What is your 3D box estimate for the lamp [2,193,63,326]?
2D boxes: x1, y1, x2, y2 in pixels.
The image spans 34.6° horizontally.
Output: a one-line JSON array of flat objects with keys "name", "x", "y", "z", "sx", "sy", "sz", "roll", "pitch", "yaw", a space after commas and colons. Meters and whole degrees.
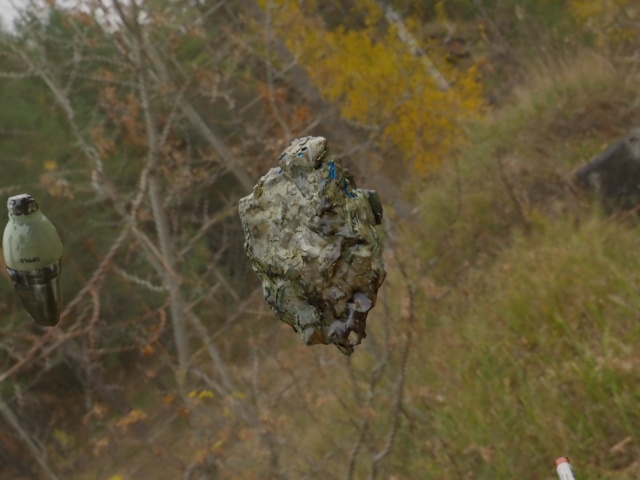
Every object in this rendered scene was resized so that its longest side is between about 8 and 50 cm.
[{"name": "lamp", "x": -0.476, "y": 0.038, "z": 1.720, "sx": 0.101, "sy": 0.250, "sz": 0.101, "roll": -5, "pitch": 24, "yaw": 2}]

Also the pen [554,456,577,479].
[{"name": "pen", "x": 0.376, "y": 0.394, "z": 1.494, "sx": 0.026, "sy": 0.026, "sz": 0.218, "roll": -36, "pitch": 24, "yaw": 16}]

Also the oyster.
[{"name": "oyster", "x": -0.006, "y": 0.003, "z": 1.182, "sx": 0.092, "sy": 0.198, "sz": 0.259, "roll": -15, "pitch": -52, "yaw": -53}]
